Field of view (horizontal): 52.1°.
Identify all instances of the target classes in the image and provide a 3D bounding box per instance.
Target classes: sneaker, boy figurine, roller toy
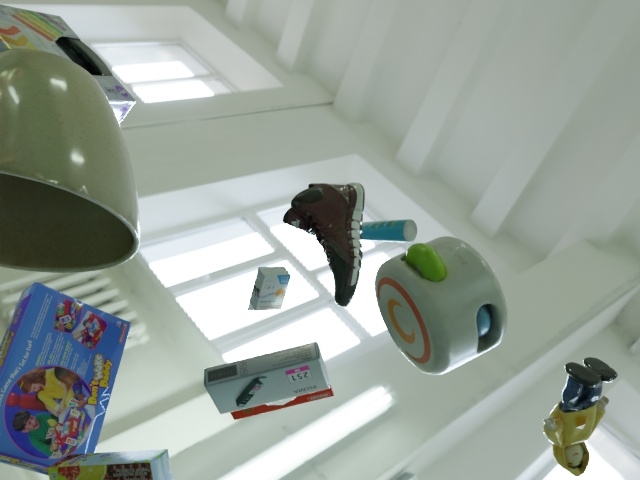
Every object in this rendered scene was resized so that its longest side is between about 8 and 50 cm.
[{"bbox_3d":[0.000,0.000,1.326,0.106,0.162,0.281,106,-9,-57],"label":"sneaker"},{"bbox_3d":[0.566,0.403,1.462,0.092,0.177,0.285,-139,-132,-55],"label":"boy figurine"},{"bbox_3d":[0.188,0.097,1.016,0.191,0.146,0.209,64,-18,9],"label":"roller toy"}]

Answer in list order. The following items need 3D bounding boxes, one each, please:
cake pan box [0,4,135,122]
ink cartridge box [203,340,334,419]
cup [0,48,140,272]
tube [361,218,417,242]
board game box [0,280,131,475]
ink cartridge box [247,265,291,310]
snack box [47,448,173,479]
[{"bbox_3d":[-0.501,-0.323,1.212,0.070,0.267,0.246,-42,-95,20],"label":"cake pan box"},{"bbox_3d":[-0.113,0.362,1.572,0.060,0.275,0.239,-102,177,-48],"label":"ink cartridge box"},{"bbox_3d":[-0.410,-0.122,0.918,0.331,0.331,0.237,-28,-126,47],"label":"cup"},{"bbox_3d":[0.130,-0.023,1.543,0.207,0.080,0.052,0,-70,45],"label":"tube"},{"bbox_3d":[-0.554,0.290,1.358,0.078,0.233,0.347,-27,-137,39],"label":"board game box"},{"bbox_3d":[-0.177,0.181,2.245,0.061,0.104,0.181,48,-51,48],"label":"ink cartridge box"},{"bbox_3d":[-0.356,0.462,1.140,0.207,0.070,0.175,-7,-88,17],"label":"snack box"}]
